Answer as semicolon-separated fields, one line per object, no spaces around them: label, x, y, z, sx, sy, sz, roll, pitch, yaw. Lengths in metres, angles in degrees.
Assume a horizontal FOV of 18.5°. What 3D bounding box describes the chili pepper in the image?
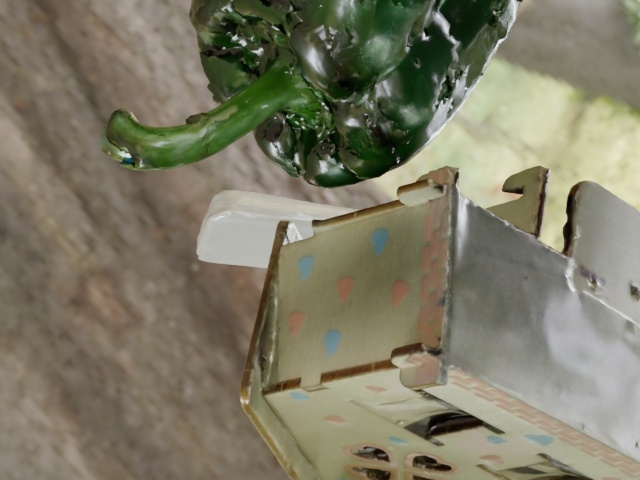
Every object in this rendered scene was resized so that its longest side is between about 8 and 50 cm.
chili pepper;-0.004;-0.108;1.154;0.261;0.174;0.165;-47;122;-18

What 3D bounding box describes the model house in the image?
model house;0.098;0.083;1.210;0.326;0.169;0.244;29;147;-33

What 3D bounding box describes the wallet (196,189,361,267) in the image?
wallet;0.000;0.000;1.534;0.190;0.033;0.095;7;155;-8
